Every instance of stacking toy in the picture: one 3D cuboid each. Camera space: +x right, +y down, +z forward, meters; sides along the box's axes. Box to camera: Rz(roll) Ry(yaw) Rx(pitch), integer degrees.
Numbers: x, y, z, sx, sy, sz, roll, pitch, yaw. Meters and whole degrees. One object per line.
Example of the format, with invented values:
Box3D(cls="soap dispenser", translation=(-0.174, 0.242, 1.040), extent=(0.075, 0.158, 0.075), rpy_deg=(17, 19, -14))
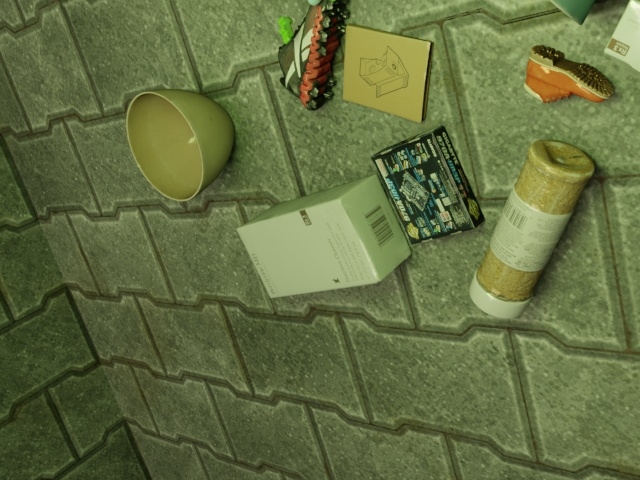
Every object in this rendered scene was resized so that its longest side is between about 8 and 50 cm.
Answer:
Box3D(cls="stacking toy", translation=(-0.022, -0.522, 1.351), extent=(0.167, 0.052, 0.221), rpy_deg=(-28, 60, 47))

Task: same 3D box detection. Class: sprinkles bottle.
Box3D(cls="sprinkles bottle", translation=(0.392, -0.013, 1.296), extent=(0.121, 0.121, 0.355), rpy_deg=(33, 133, 24))

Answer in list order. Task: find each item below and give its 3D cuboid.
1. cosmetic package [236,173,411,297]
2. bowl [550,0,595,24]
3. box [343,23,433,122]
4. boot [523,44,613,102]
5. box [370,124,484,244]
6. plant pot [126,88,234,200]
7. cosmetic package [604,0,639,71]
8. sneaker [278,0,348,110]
Box3D(cls="cosmetic package", translation=(0.000, 0.000, 1.641), extent=(0.385, 0.156, 0.217), rpy_deg=(-16, 105, 46))
Box3D(cls="bowl", translation=(0.319, -0.477, 0.985), extent=(0.311, 0.311, 0.163), rpy_deg=(47, 118, 11))
Box3D(cls="box", translation=(0.134, -0.347, 1.407), extent=(0.201, 0.021, 0.164), rpy_deg=(24, 129, 32))
Box3D(cls="boot", translation=(0.420, -0.264, 1.170), extent=(0.158, 0.059, 0.084), rpy_deg=(40, 139, 30))
Box3D(cls="box", translation=(0.224, -0.111, 1.443), extent=(0.175, 0.051, 0.220), rpy_deg=(-18, 102, 47))
Box3D(cls="plant pot", translation=(-0.334, -0.268, 1.760), extent=(0.284, 0.191, 0.284), rpy_deg=(22, 128, 31))
Box3D(cls="cosmetic package", translation=(0.499, -0.297, 0.942), extent=(0.117, 0.231, 0.085), rpy_deg=(35, 133, 22))
Box3D(cls="sneaker", translation=(-0.026, -0.418, 1.452), extent=(0.135, 0.097, 0.276), rpy_deg=(33, 134, 21))
